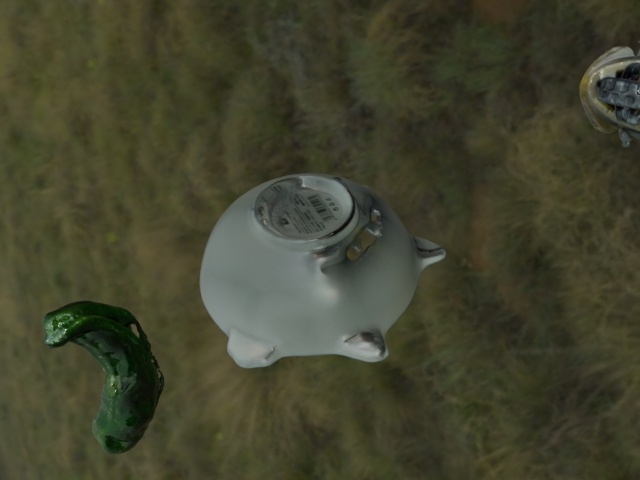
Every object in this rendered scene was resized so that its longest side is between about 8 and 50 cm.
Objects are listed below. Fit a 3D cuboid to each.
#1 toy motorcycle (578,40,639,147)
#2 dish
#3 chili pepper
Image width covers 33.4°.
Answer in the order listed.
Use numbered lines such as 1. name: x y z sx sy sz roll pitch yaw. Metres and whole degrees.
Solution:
1. toy motorcycle: 0.304 -0.113 0.864 0.130 0.229 0.094 24 107 62
2. dish: 0.000 0.000 0.957 0.236 0.228 0.086 -86 -6 -46
3. chili pepper: -0.167 0.105 0.855 0.050 0.073 0.182 52 163 41
